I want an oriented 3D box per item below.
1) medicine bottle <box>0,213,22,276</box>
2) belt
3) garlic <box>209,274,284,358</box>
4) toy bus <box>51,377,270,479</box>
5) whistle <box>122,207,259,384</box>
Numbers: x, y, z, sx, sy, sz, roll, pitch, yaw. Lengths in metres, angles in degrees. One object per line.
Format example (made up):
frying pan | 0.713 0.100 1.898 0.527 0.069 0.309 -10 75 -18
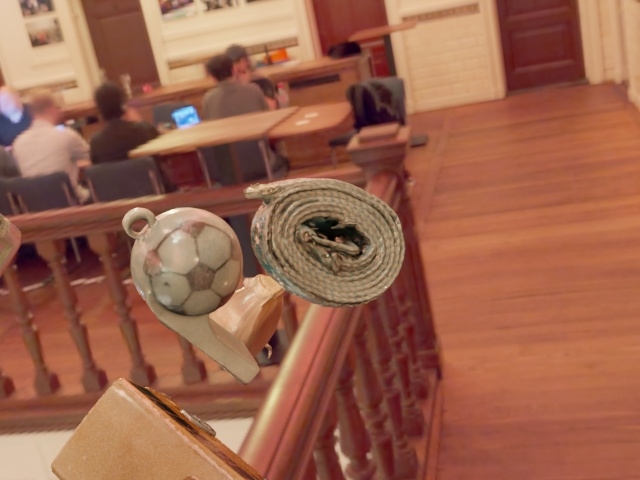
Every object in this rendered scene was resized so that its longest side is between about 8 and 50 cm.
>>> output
medicine bottle | -0.378 -0.013 0.747 0.188 0.094 0.119 28 78 22
belt | 0.008 0.002 0.918 0.163 0.147 0.082 -7 2 -19
garlic | -0.146 0.180 1.585 0.148 0.266 0.128 4 57 -11
toy bus | -0.084 0.180 0.565 0.182 0.103 0.091 33 80 26
whistle | -0.158 0.053 1.135 0.163 0.290 0.163 -31 33 24
